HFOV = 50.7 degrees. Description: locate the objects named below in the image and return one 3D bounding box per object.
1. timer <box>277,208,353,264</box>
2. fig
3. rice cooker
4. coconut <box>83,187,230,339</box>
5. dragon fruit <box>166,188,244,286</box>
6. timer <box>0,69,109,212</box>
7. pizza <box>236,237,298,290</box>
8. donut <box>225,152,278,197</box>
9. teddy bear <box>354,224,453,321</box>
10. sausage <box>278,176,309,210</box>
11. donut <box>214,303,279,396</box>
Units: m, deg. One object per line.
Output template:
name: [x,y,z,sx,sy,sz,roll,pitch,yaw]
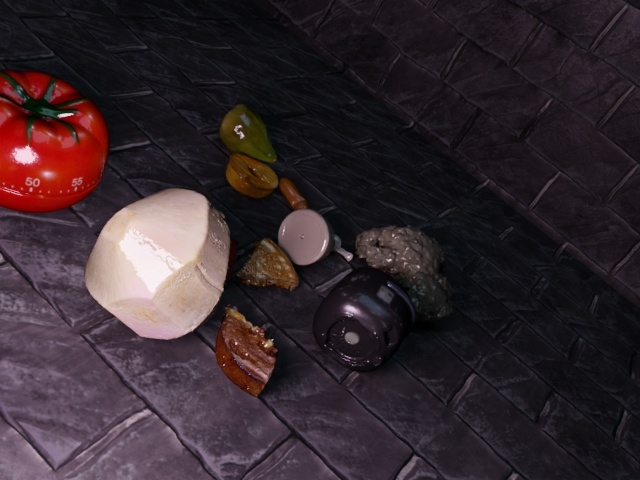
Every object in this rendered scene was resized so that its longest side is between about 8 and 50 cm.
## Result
timer: [0.000,0.000,2.179,0.175,0.175,0.266,47,15,22]
fig: [-0.266,-0.370,2.427,0.233,0.167,0.167,65,24,-19]
rice cooker: [0.119,0.219,1.850,0.267,0.267,0.224,35,31,2]
coconut: [-0.359,0.043,1.532,0.353,0.352,0.352,24,32,-16]
dragon fruit: [-0.366,-0.042,1.916,0.343,0.100,0.282,28,27,-11]
timer: [-0.723,-0.241,1.680,0.378,0.279,0.378,23,35,-17]
pizza: [-0.172,0.087,1.950,0.199,0.062,0.188,-16,63,-43]
donut: [-0.239,-0.214,2.297,0.190,0.074,0.174,11,36,-40]
teddy bear: [0.293,0.126,2.234,0.357,0.224,0.367,24,47,-19]
sausage: [-0.094,-0.155,2.366,0.062,0.054,0.183,-27,62,-20]
donut: [-0.190,0.268,1.609,0.187,0.126,0.144,31,37,4]
